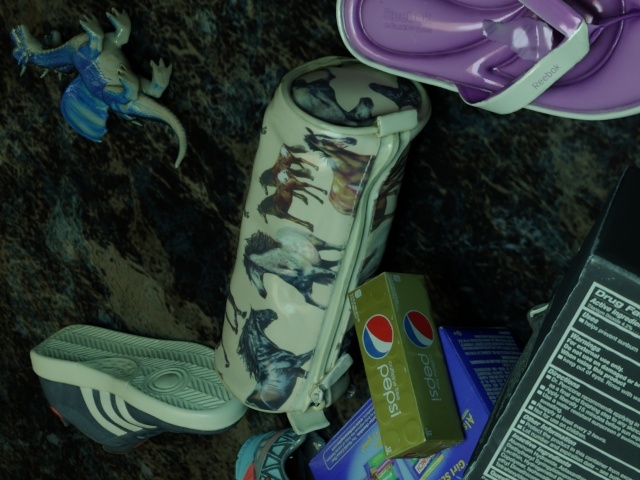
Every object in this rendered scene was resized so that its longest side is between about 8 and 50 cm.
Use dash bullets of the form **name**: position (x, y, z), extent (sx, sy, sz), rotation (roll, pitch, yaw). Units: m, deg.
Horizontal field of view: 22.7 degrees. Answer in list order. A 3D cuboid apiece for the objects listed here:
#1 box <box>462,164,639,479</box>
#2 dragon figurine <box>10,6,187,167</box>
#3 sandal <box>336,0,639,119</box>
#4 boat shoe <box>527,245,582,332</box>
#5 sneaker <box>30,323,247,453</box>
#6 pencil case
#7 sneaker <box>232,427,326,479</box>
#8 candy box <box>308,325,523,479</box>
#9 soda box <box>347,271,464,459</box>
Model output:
- **box**: position (0.332, 0.141, 1.436), extent (0.296, 0.182, 0.294), rotation (28, 128, 5)
- **dragon figurine**: position (-0.251, -0.174, 1.894), extent (0.289, 0.085, 0.144), rotation (49, 133, 12)
- **sandal**: position (0.176, -0.190, 1.515), extent (0.416, 0.102, 0.169), rotation (6, 113, 38)
- **boat shoe**: position (0.264, 0.027, 1.562), extent (0.065, 0.075, 0.206), rotation (57, 132, 38)
- **sneaker**: position (-0.219, 0.211, 2.025), extent (0.350, 0.131, 0.148), rotation (13, 124, 42)
- **pencil case**: position (0.000, 0.000, 1.708), extent (0.183, 0.160, 0.410), rotation (42, 132, 36)
- **sneaker**: position (-0.036, 0.337, 1.872), extent (0.125, 0.104, 0.261), rotation (-26, 58, 35)
- **candy box**: position (0.156, 0.291, 1.658), extent (0.268, 0.122, 0.317), rotation (-49, 53, 36)
- **soda box**: position (0.086, 0.126, 1.610), extent (0.061, 0.058, 0.181), rotation (-32, 63, 42)
